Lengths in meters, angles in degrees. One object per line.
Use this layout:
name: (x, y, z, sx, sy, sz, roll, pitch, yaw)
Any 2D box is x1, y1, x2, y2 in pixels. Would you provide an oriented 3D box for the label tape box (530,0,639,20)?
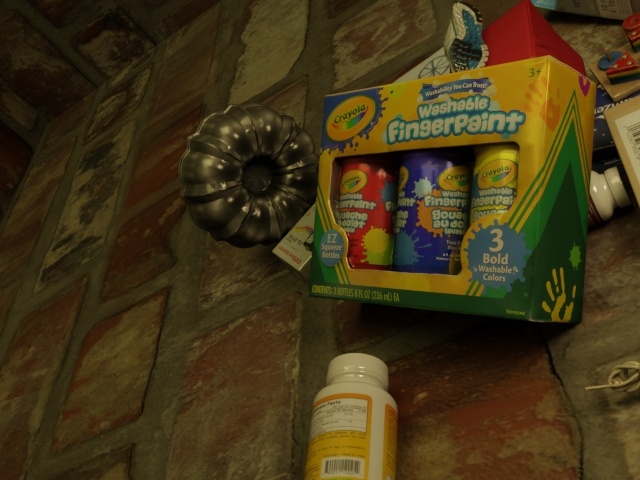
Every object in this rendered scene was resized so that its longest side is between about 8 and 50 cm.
label tape box: (0.614, -0.574, 1.406, 0.249, 0.115, 0.347, -51, 46, -9)

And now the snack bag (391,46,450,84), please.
snack bag: (0.216, -0.284, 1.601, 0.323, 0.037, 0.343, -34, 36, 15)

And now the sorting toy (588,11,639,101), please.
sorting toy: (0.554, -0.318, 1.236, 0.132, 0.046, 0.275, -28, 35, 19)

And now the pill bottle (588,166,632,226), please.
pill bottle: (0.413, -0.060, 1.132, 0.152, 0.086, 0.086, -23, 40, 27)

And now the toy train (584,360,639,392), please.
toy train: (0.460, 0.112, 0.906, 0.248, 0.105, 0.143, -19, 31, 31)

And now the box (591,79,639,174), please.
box: (0.531, -0.212, 1.218, 0.136, 0.036, 0.225, -14, 46, 35)

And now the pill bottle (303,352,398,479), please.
pill bottle: (0.050, 0.303, 1.072, 0.136, 0.136, 0.246, -21, 41, 28)

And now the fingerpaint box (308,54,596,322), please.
fingerpaint box: (0.195, -0.071, 1.154, 0.444, 0.163, 0.371, 3, 86, 45)

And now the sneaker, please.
sneaker: (0.259, -0.347, 1.289, 0.083, 0.071, 0.191, 116, 167, -53)

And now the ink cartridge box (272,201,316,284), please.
ink cartridge box: (0.000, 0.000, 1.488, 0.175, 0.072, 0.127, -48, 36, -8)

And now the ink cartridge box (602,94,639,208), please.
ink cartridge box: (0.552, -0.129, 1.038, 0.193, 0.088, 0.235, -25, 48, 26)

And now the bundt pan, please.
bundt pan: (-0.137, -0.138, 1.529, 0.331, 0.331, 0.124, -50, 21, -10)

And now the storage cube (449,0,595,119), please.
storage cube: (0.368, -0.287, 1.299, 0.215, 0.183, 0.193, -34, 33, 38)
